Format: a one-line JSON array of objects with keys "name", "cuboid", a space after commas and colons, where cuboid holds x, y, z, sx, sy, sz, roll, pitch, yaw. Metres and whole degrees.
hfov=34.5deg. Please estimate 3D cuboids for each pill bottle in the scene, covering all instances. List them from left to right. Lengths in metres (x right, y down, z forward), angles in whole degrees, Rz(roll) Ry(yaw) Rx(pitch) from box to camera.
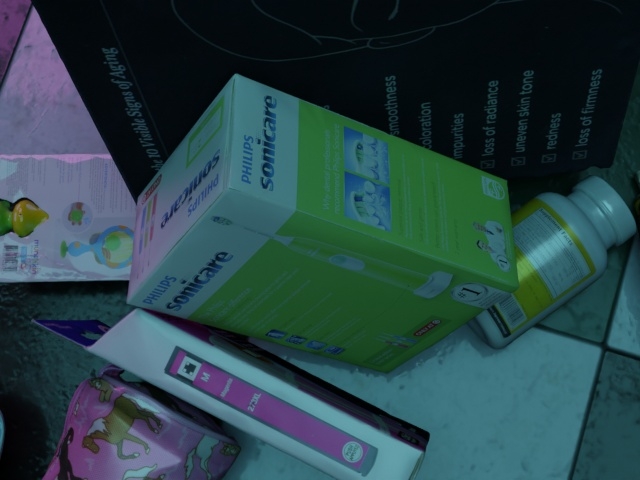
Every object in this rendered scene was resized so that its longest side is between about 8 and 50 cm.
[{"name": "pill bottle", "cuboid": [0.216, 0.018, 1.020, 0.184, 0.103, 0.103, -35, 79, -3]}]

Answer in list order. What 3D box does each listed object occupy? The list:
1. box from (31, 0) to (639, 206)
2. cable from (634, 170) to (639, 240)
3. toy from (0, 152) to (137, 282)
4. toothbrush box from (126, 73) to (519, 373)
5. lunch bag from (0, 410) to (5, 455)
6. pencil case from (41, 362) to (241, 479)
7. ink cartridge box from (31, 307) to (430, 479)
[{"name": "box", "cuboid": [0.018, -0.271, 0.876, 0.472, 0.480, 0.297, -8, 61, 2]}, {"name": "cable", "cuboid": [0.365, 0.051, 0.993, 0.072, 0.139, 0.287, -6, 82, -22]}, {"name": "toy", "cuboid": [-0.219, -0.021, 1.082, 0.237, 0.056, 0.137, 0, 78, -3]}, {"name": "toothbrush box", "cuboid": [0.000, 0.000, 0.918, 0.283, 0.206, 0.122, 17, 54, -25]}, {"name": "lunch bag", "cuboid": [-0.448, 0.220, 0.975, 0.279, 0.108, 0.224, 19, 67, -24]}, {"name": "pencil case", "cuboid": [-0.227, 0.312, 0.971, 0.160, 0.167, 0.386, 20, 78, 46]}, {"name": "ink cartridge box", "cuboid": [-0.074, 0.135, 0.979, 0.371, 0.176, 0.069, 23, 89, 8]}]
